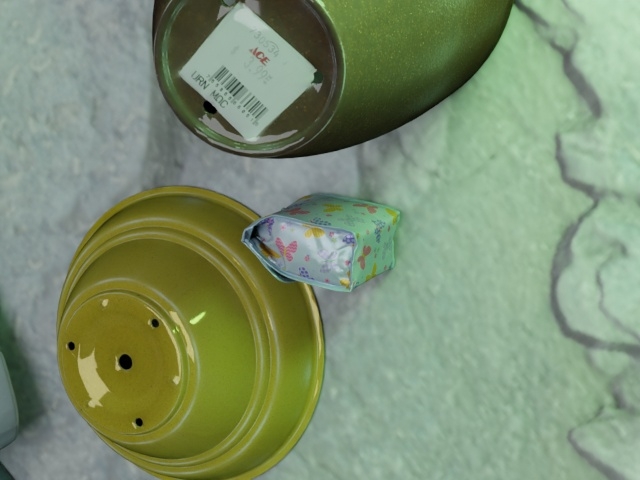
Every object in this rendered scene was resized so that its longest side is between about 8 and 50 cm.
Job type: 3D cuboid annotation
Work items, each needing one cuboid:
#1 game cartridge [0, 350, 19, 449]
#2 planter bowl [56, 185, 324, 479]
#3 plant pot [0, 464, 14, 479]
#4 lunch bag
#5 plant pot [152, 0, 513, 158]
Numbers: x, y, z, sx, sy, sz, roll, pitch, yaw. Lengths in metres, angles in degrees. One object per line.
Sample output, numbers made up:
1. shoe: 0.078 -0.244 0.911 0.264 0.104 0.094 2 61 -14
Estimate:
1. game cartridge: -0.350 0.050 1.385 0.294 0.196 0.060 57 142 6
2. planter bowl: -0.113 0.076 1.324 0.217 0.090 0.217 5 101 26
3. plant pot: -0.367 0.285 1.433 0.293 0.196 0.293 5 101 26
4. lunch bag: 0.000 0.000 1.262 0.083 0.071 0.053 15 109 23
5. plant pot: -0.010 -0.134 1.123 0.215 0.230 0.215 6 114 13
